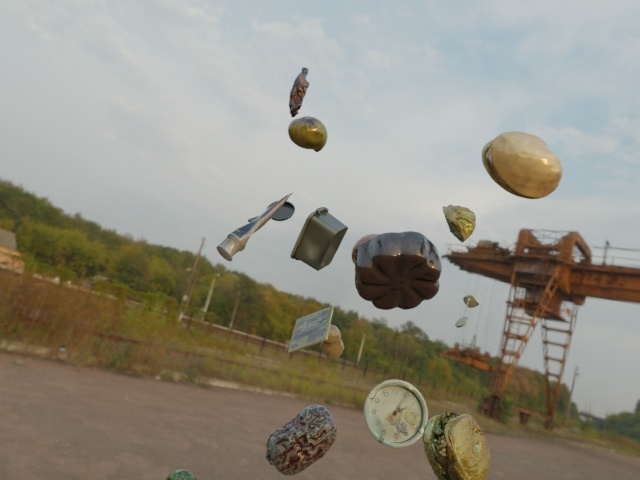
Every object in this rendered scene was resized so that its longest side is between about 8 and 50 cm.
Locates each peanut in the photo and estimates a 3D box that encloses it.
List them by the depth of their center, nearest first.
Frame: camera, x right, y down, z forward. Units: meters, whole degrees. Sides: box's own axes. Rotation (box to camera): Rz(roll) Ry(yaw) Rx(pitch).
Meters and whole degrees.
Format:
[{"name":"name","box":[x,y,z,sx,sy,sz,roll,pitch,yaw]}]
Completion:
[{"name":"peanut","box":[0.045,0.440,2.183,0.085,0.104,0.227,-122,-166,-46]}]

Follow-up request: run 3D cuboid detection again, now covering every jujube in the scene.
[{"name":"jujube","box":[-0.078,0.848,2.112,0.226,0.317,0.226,52,-16,21]}]

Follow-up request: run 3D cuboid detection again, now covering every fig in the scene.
[{"name":"fig","box":[-0.046,-0.401,1.845,0.153,0.136,0.120,28,-52,7]}]

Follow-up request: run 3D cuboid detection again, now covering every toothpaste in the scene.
[{"name":"toothpaste","box":[-0.181,-0.046,1.414,0.061,0.266,0.096,48,-29,-5]}]

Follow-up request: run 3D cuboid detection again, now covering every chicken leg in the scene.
[{"name":"chicken leg","box":[-0.070,-0.504,1.672,0.053,0.205,0.093,20,-12,-4]}]

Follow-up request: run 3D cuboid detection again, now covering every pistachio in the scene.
[{"name":"pistachio","box":[0.789,-0.294,1.951,0.321,0.238,0.229,33,-17,-3]}]

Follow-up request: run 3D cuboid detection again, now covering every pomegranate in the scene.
[{"name":"pomegranate","box":[-0.464,0.793,1.582,0.162,0.122,0.122,10,-6,-39]}]

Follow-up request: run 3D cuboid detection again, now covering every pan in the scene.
[{"name":"pan","box":[-0.230,-0.121,2.319,0.136,0.235,0.028,49,-30,39]}]

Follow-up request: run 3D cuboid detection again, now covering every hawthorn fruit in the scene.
[{"name":"hawthorn fruit","box":[0.220,0.059,2.189,0.226,0.196,0.197,22,-5,42]}]

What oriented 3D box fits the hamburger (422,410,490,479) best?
[{"name":"hamburger","box":[0.378,0.593,1.387,0.122,0.189,0.215,-27,-76,38]}]

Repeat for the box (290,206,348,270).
[{"name":"box","box":[0.000,0.000,2.025,0.135,0.243,0.163,34,26,18]}]

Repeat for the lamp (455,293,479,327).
[{"name":"lamp","box":[0.511,0.255,1.729,0.050,0.198,0.056,-30,-82,33]}]

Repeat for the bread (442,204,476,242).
[{"name":"bread","box":[0.445,-0.065,1.582,0.094,0.157,0.083,-13,-51,15]}]

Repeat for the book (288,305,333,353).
[{"name":"book","box":[-0.033,0.333,1.871,0.168,0.192,0.013,-24,-66,21]}]

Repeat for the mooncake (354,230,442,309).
[{"name":"mooncake","box":[0.261,0.108,1.709,0.306,0.154,0.306,1,-56,2]}]

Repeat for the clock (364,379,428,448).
[{"name":"clock","box":[0.270,0.629,1.810,0.237,0.236,0.053,16,-24,1]}]
